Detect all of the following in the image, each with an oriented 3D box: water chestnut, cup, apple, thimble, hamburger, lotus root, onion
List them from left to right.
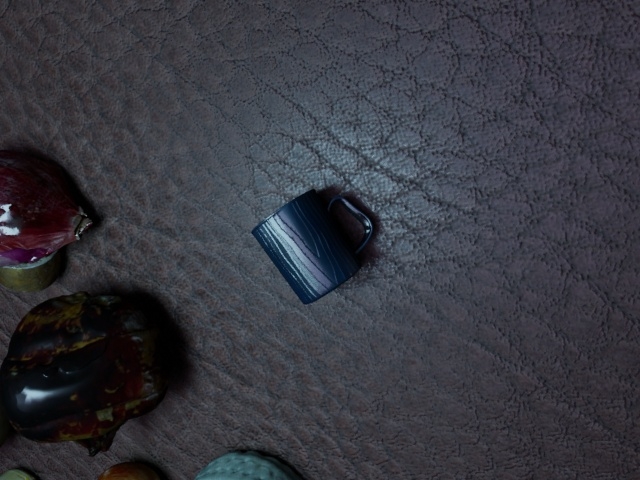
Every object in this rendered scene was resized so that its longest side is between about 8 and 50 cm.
[{"bbox_3d":[-0.550,-0.064,0.947,0.284,0.120,0.226,9,72,7],"label":"onion"},{"bbox_3d":[-0.690,0.589,1.214,0.141,0.082,0.126,10,104,32],"label":"hamburger"},{"bbox_3d":[-0.570,0.042,1.021,0.122,0.112,0.081,26,121,13],"label":"lotus root"},{"bbox_3d":[-0.410,0.230,0.935,0.289,0.289,0.244,25,144,15],"label":"water chestnut"},{"bbox_3d":[-0.376,0.508,1.036,0.131,0.146,0.146,0,103,1],"label":"apple"},{"bbox_3d":[-0.135,0.491,0.924,0.250,0.172,0.204,-3,105,25],"label":"thimble"},{"bbox_3d":[-0.005,0.004,0.787,0.150,0.113,0.138,-35,90,26],"label":"cup"}]

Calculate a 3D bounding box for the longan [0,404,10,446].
[{"bbox_3d":[-0.770,0.396,1.167,0.204,0.159,0.184,28,98,54],"label":"longan"}]
